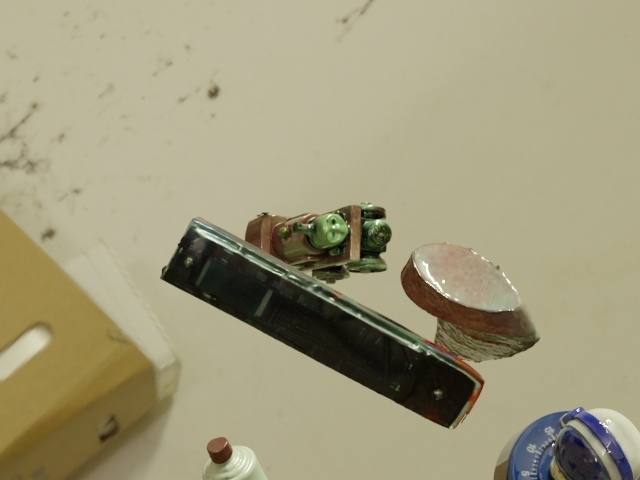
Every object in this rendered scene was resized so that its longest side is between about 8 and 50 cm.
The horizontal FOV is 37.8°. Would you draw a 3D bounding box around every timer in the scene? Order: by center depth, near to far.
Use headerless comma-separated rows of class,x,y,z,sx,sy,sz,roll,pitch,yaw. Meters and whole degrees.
timer,0.444,0.385,1.582,0.270,0.270,0.383,38,-18,21

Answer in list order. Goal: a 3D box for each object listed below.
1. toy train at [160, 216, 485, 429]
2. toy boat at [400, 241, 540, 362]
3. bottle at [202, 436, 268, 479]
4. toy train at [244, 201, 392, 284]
toy train,0.005,0.101,1.157,0.410,0.086,0.089,28,5,-3
toy boat,0.204,0.119,1.311,0.206,0.096,0.282,26,-27,18
bottle,-0.144,0.452,1.695,0.104,0.104,0.245,26,-35,51
toy train,0.000,0.000,1.889,0.222,0.150,0.304,8,-13,-31
